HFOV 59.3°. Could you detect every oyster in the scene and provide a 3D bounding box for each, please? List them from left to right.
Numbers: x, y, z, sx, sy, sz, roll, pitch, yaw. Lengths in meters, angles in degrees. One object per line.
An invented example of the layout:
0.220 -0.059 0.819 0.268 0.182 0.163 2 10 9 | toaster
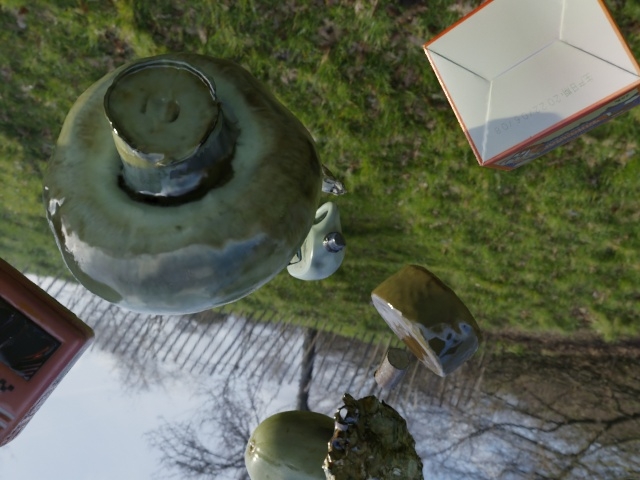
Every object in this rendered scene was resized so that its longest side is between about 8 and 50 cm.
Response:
-0.012 -0.156 1.248 0.165 0.053 0.108 53 158 2 | oyster
0.087 0.387 0.917 0.198 0.259 0.092 26 154 -24 | oyster

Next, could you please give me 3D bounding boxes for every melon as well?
-0.036 0.559 1.415 0.308 0.272 0.272 43 175 0 | melon

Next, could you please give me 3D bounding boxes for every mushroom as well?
-0.165 -0.078 0.698 0.352 0.352 0.260 20 154 7 | mushroom

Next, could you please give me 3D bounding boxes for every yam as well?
0.218 0.390 1.702 0.084 0.084 0.127 21 136 1 | yam

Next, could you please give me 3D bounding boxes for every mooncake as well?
0.272 0.197 1.433 0.284 0.156 0.284 51 171 11 | mooncake

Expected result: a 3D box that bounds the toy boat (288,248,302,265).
-0.115 0.033 1.091 0.103 0.092 0.246 -3 -169 21 | toy boat

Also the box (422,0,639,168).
0.475 -0.371 1.239 0.349 0.318 0.257 -30 169 30 | box

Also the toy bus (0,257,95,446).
-0.548 0.087 0.789 0.427 0.233 0.203 40 162 -8 | toy bus

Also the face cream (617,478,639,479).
0.637 0.621 1.105 0.078 0.273 0.078 2 142 1 | face cream

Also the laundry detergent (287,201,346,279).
0.000 0.000 1.579 0.105 0.214 0.280 14 164 -19 | laundry detergent
